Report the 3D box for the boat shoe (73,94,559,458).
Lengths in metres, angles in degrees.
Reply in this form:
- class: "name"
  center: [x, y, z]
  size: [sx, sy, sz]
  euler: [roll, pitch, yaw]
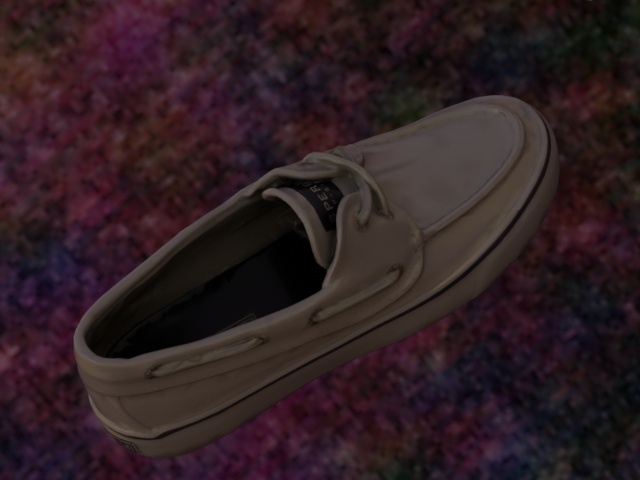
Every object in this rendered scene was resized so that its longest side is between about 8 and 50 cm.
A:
- class: "boat shoe"
  center: [0.000, 0.000, 0.821]
  size: [0.267, 0.088, 0.096]
  euler: [-29, 57, -9]
